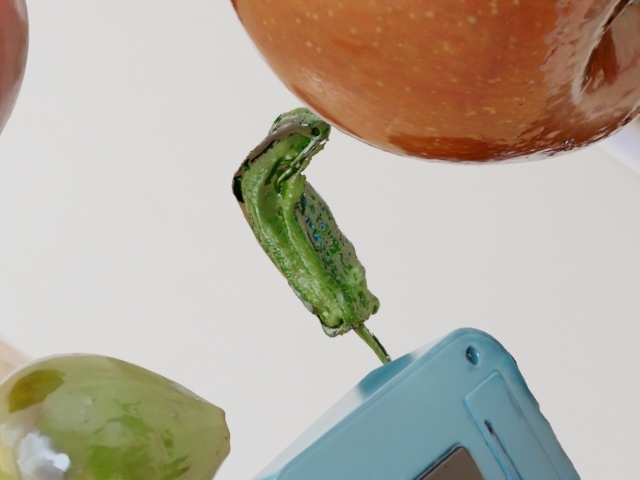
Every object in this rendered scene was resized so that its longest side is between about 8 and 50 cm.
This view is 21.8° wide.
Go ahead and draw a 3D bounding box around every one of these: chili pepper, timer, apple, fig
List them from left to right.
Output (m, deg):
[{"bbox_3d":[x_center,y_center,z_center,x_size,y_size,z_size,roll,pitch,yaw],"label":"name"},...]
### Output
[{"bbox_3d":[-0.207,0.212,1.555,0.230,0.207,0.207,15,17,1],"label":"fig"},{"bbox_3d":[0.000,0.000,1.375,0.122,0.065,0.279,21,-35,45],"label":"chili pepper"},{"bbox_3d":[0.065,0.199,0.995,0.250,0.091,0.232,-32,93,-50],"label":"timer"},{"bbox_3d":[0.069,-0.126,0.625,0.173,0.210,0.235,42,-4,32],"label":"apple"}]

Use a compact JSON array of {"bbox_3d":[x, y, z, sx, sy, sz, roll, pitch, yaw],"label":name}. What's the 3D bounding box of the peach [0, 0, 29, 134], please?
[{"bbox_3d":[-0.465,-0.174,1.554,0.388,0.388,0.388,31,17,-10],"label":"peach"}]
